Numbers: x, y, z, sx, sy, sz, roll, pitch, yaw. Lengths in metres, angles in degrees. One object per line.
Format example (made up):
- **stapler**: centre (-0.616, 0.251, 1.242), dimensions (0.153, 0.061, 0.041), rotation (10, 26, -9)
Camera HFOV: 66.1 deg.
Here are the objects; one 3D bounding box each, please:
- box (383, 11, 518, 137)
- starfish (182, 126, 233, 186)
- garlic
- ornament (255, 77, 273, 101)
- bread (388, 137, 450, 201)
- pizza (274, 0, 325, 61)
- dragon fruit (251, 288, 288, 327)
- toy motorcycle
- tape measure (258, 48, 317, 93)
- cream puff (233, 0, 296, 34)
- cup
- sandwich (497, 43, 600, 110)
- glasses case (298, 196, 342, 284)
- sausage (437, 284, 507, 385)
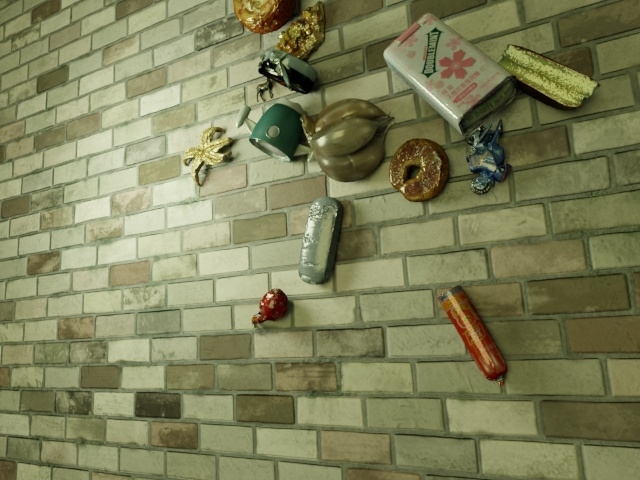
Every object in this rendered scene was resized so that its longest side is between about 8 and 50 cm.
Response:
- **box**: centre (0.357, -0.466, 1.373), dimensions (0.190, 0.112, 0.369), rotation (-40, 60, 10)
- **starfish**: centre (-0.428, -0.314, 1.819), dimensions (0.238, 0.071, 0.215), rotation (-2, 76, 34)
- **garlic**: centre (0.083, -0.314, 1.511), dimensions (0.292, 0.210, 0.237), rotation (-1, 51, 21)
- **ornament**: centre (-0.202, -0.561, 1.756), dimensions (0.074, 0.028, 0.125), rotation (-13, 79, 25)
- **bread**: centre (0.288, -0.206, 1.429), dimensions (0.193, 0.064, 0.193), rotation (-2, 85, 32)
- **pizza**: centre (-0.059, -0.711, 1.681), dimensions (0.226, 0.069, 0.147), rotation (-40, 65, 17)
- **dragon fruit**: centre (-0.164, 0.231, 1.597), dimensions (0.094, 0.094, 0.190), rotation (55, 129, 23)
- **toy motorcycle**: centre (0.457, -0.226, 1.338), dimensions (0.114, 0.076, 0.204), rotation (-7, 77, 18)
- **tape measure**: centre (-0.103, -0.558, 1.619), dimensions (0.107, 0.181, 0.182), rotation (-67, 24, 7)
- **cream puff**: centre (-0.191, -0.840, 1.719), dimensions (0.240, 0.164, 0.239), rotation (5, 100, 31)
- **cup**: centre (-0.129, -0.370, 1.617), dimensions (0.300, 0.167, 0.173), rotation (27, 86, 2)
- **sandwich**: centre (0.588, -0.421, 1.284), dimensions (0.258, 0.096, 0.094), rotation (42, 107, 25)
- **glasses case**: centre (0.000, 0.000, 1.544), dimensions (0.109, 0.067, 0.282), rotation (10, 86, 31)
- **sausage**: centre (0.406, 0.251, 1.292), dimensions (0.074, 0.074, 0.274), rotation (-34, 69, 19)
